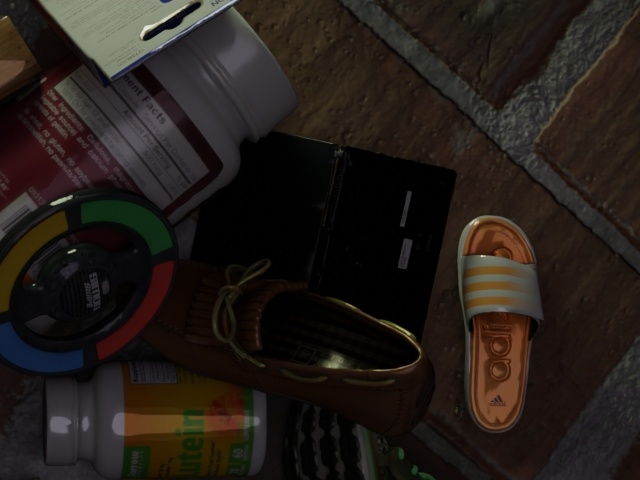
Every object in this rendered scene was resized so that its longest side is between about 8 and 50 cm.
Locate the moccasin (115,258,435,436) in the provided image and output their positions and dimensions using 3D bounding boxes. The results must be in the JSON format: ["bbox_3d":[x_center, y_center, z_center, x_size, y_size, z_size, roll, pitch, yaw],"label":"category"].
[{"bbox_3d":[-0.056,0.097,1.822,0.380,0.147,0.139,24,55,23],"label":"moccasin"}]

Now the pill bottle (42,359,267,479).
[{"bbox_3d":[-0.192,0.205,1.902,0.246,0.136,0.136,0,94,-12],"label":"pill bottle"}]

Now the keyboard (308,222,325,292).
[{"bbox_3d":[0.038,0.068,2.002,0.108,0.023,0.180,-1,95,-6],"label":"keyboard"}]

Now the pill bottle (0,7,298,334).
[{"bbox_3d":[-0.232,-0.099,1.830,0.392,0.224,0.224,-39,100,-7],"label":"pill bottle"}]

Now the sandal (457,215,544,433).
[{"bbox_3d":[0.224,0.100,2.004,0.102,0.076,0.265,-1,86,-10],"label":"sandal"}]

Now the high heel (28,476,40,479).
[{"bbox_3d":[-0.407,0.371,1.897,0.244,0.082,0.117,-23,88,-23],"label":"high heel"}]

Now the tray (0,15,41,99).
[{"bbox_3d":[-0.495,-0.099,1.784,0.411,0.203,0.076,-34,100,-8],"label":"tray"}]

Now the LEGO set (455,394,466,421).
[{"bbox_3d":[0.206,0.205,2.050,0.083,0.023,0.054,16,88,1],"label":"LEGO set"}]

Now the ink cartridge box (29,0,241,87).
[{"bbox_3d":[-0.204,-0.270,1.764,0.176,0.371,0.069,-34,128,-8],"label":"ink cartridge box"}]

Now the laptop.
[{"bbox_3d":[0.000,0.000,1.976,0.264,0.137,0.234,10,94,-32],"label":"laptop"}]

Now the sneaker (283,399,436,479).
[{"bbox_3d":[0.085,0.319,1.994,0.182,0.158,0.410,-19,98,-39],"label":"sneaker"}]

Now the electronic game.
[{"bbox_3d":[-0.250,0.045,1.723,0.229,0.048,0.229,-21,133,-25],"label":"electronic game"}]
